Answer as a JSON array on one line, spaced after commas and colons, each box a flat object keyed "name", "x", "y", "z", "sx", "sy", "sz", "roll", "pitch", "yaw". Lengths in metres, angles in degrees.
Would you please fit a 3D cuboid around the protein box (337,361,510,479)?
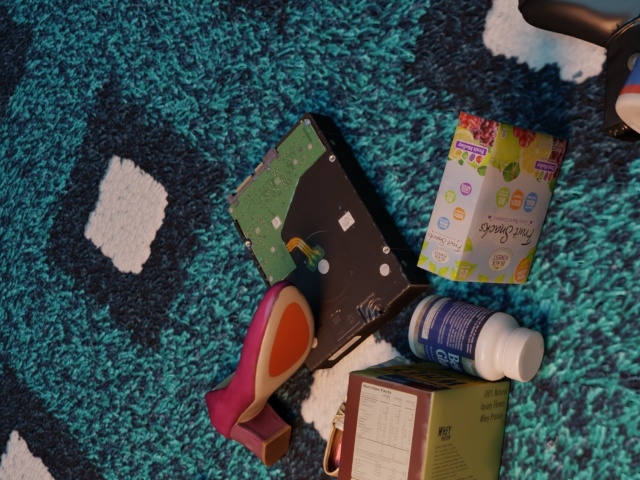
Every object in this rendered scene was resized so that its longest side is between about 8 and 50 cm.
[{"name": "protein box", "x": 0.138, "y": 0.280, "z": 1.332, "sx": 0.136, "sy": 0.200, "sz": 0.201, "roll": 9, "pitch": 93, "yaw": 39}]

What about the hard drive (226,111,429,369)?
[{"name": "hard drive", "x": 0.000, "y": 0.000, "z": 1.550, "sx": 0.237, "sy": 0.064, "sz": 0.339, "roll": -44, "pitch": 63, "yaw": 29}]

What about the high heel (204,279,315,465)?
[{"name": "high heel", "x": -0.119, "y": 0.180, "z": 1.532, "sx": 0.181, "sy": 0.127, "sz": 0.377, "roll": 36, "pitch": 132, "yaw": 30}]

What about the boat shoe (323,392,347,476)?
[{"name": "boat shoe", "x": 0.047, "y": 0.282, "z": 1.499, "sx": 0.063, "sy": 0.059, "sz": 0.170, "roll": 19, "pitch": 100, "yaw": 39}]

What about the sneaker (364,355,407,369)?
[{"name": "sneaker", "x": 0.104, "y": 0.254, "z": 1.451, "sx": 0.071, "sy": 0.083, "sz": 0.190, "roll": 25, "pitch": 127, "yaw": 35}]

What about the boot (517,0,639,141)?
[{"name": "boot", "x": 0.361, "y": -0.230, "z": 1.241, "sx": 0.247, "sy": 0.094, "sz": 0.207, "roll": 0, "pitch": 84, "yaw": 33}]

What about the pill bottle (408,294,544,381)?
[{"name": "pill bottle", "x": 0.213, "y": 0.136, "z": 1.346, "sx": 0.169, "sy": 0.094, "sz": 0.094, "roll": 14, "pitch": 97, "yaw": 39}]

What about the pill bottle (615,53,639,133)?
[{"name": "pill bottle", "x": 0.431, "y": -0.219, "z": 1.098, "sx": 0.124, "sy": 0.124, "sz": 0.221, "roll": 25, "pitch": 85, "yaw": 38}]

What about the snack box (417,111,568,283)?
[{"name": "snack box", "x": 0.228, "y": -0.050, "z": 1.292, "sx": 0.070, "sy": 0.175, "sz": 0.207, "roll": 25, "pitch": 104, "yaw": 41}]
